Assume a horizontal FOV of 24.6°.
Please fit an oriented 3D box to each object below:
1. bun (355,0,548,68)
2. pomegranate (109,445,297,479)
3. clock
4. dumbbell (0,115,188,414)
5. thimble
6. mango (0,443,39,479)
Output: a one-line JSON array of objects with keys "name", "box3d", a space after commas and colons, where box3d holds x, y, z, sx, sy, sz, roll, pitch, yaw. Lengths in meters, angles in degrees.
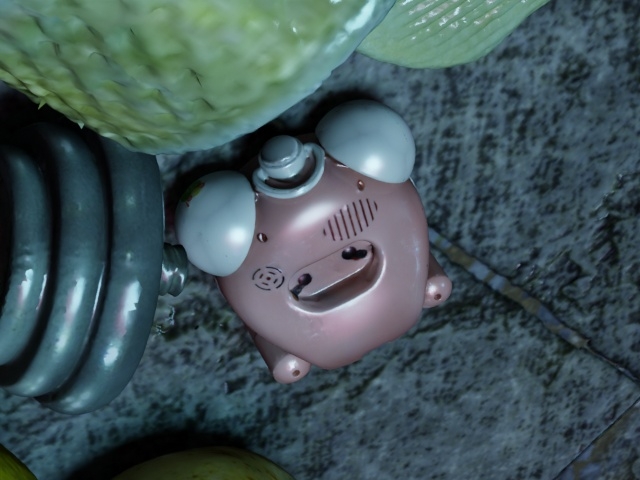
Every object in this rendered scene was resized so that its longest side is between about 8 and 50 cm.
[{"name": "bun", "box3d": [0.072, -0.204, 0.826, 0.221, 0.108, 0.221, -20, 139, -18]}, {"name": "pomegranate", "box3d": [-0.076, 0.249, 1.032, 0.215, 0.215, 0.215, -14, 130, -17]}, {"name": "clock", "box3d": [0.000, 0.000, 0.960, 0.166, 0.092, 0.162, -28, 130, -4]}, {"name": "dumbbell", "box3d": [-0.257, 0.000, 0.767, 0.406, 0.179, 0.179, 6, 122, -31]}, {"name": "thimble", "box3d": [-0.077, -0.181, 0.659, 0.271, 0.271, 0.150, -48, 132, 13]}, {"name": "mango", "box3d": [-0.348, 0.185, 0.818, 0.301, 0.220, 0.445, -24, 149, 36]}]
